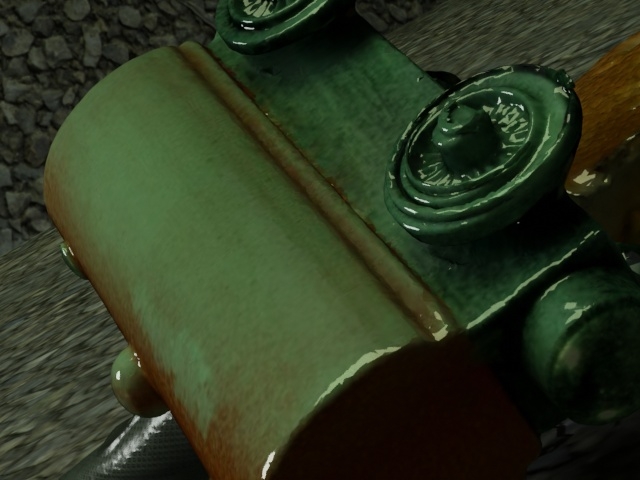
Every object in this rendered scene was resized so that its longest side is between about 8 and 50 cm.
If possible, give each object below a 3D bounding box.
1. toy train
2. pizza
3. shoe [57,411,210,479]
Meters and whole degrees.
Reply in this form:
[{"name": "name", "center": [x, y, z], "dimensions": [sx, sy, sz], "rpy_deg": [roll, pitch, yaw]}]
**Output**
[{"name": "toy train", "center": [0.000, 0.000, 0.671], "dimensions": [0.177, 0.116, 0.285], "rpy_deg": [-39, 37, -2]}, {"name": "pizza", "center": [0.166, -0.048, 0.815], "dimensions": [0.229, 0.081, 0.289], "rpy_deg": [-33, 8, 26]}, {"name": "shoe", "center": [-0.046, 0.072, 0.793], "dimensions": [0.194, 0.077, 0.074], "rpy_deg": [-21, 11, 37]}]
